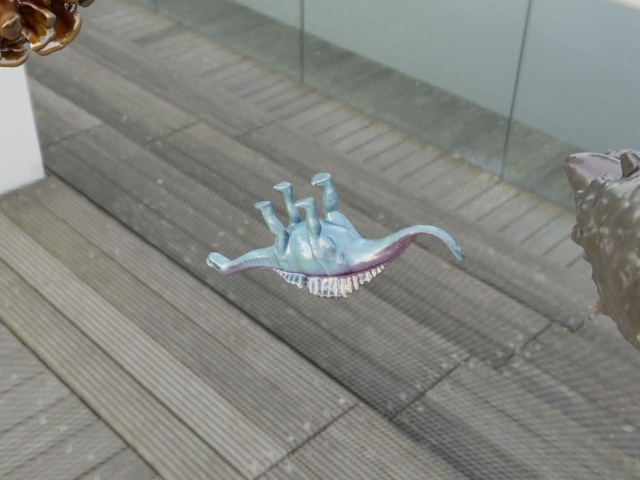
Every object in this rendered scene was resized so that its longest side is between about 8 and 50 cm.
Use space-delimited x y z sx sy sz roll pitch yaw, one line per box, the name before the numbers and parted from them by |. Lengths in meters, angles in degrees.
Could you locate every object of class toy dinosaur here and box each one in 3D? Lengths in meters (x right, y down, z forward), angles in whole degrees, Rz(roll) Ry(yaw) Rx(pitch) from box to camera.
toy dinosaur | 0.000 0.000 0.590 0.197 0.080 0.045 -4 28 29

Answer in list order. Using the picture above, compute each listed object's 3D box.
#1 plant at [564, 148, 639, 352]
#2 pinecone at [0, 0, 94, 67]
plant | 0.306 -0.005 0.695 0.194 0.181 0.320 -21 14 13
pinecone | -0.195 -0.176 0.510 0.173 0.173 0.173 1 36 -1
